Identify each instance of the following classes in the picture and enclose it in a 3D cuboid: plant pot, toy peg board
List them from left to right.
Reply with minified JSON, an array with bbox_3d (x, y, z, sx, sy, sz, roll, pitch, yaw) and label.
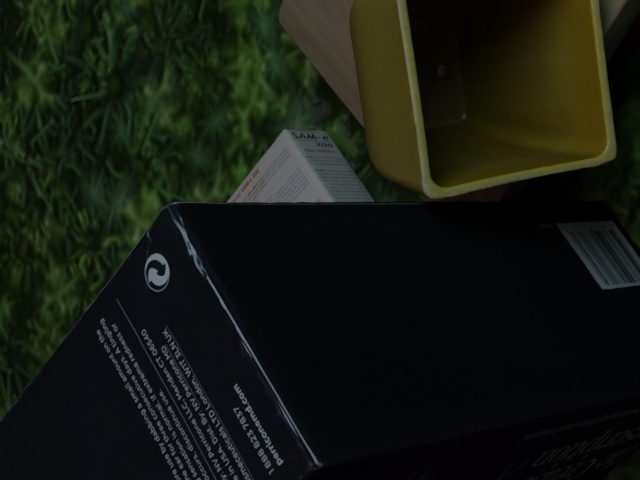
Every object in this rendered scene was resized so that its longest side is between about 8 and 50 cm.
[{"bbox_3d":[0.053,-0.064,0.520,0.083,0.081,0.081,-166,66,-68],"label":"plant pot"},{"bbox_3d":[0.078,-0.112,0.600,0.161,0.079,0.160,54,138,26],"label":"toy peg board"}]

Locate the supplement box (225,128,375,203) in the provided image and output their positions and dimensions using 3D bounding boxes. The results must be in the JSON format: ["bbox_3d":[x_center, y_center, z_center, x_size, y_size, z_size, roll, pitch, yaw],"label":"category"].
[{"bbox_3d":[0.000,0.000,0.683,0.062,0.036,0.098,-48,62,31],"label":"supplement box"}]

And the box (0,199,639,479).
[{"bbox_3d":[0.011,0.079,0.526,0.184,0.261,0.103,-46,63,33],"label":"box"}]
